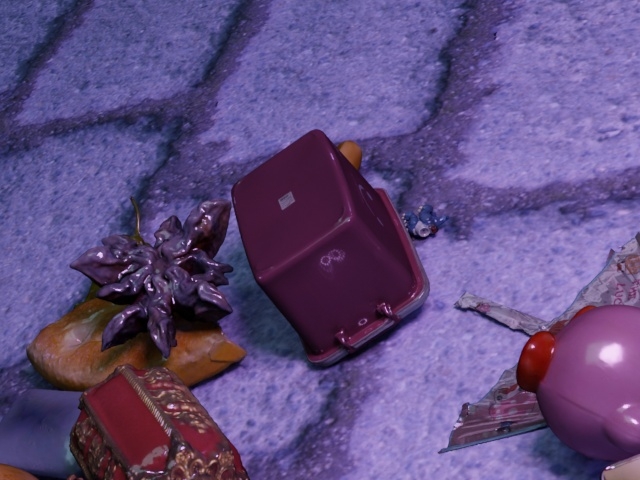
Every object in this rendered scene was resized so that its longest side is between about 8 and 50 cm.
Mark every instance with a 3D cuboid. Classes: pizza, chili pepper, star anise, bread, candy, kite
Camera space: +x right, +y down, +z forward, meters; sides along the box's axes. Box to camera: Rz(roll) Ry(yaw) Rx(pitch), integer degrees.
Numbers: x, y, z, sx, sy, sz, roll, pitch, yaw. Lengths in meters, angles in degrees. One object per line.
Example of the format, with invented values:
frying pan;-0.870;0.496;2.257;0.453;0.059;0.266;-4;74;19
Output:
pizza;-0.253;0.142;1.936;0.365;0.074;0.182;-9;40;25
chili pepper;-0.292;0.042;2.095;0.072;0.073;0.204;17;63;24
star anise;-0.212;0.049;1.866;0.212;0.129;0.283;-10;44;10
bread;0.026;-0.098;2.079;0.062;0.049;0.103;-32;22;50
candy;-0.351;0.254;1.855;0.174;0.071;0.138;0;42;32
kite;0.291;0.117;1.653;0.406;0.014;0.368;-43;38;-22

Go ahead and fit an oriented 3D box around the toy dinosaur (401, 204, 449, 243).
toy dinosaur;0.136;-0.020;1.921;0.083;0.030;0.047;-23;35;8

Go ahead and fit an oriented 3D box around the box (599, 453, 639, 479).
box;0.310;0.298;1.219;0.069;0.224;0.120;-22;33;9

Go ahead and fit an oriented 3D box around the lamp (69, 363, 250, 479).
lamp;-0.193;0.260;1.666;0.177;0.177;0.274;-35;33;-11

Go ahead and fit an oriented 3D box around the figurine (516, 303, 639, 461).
figurine;0.310;0.150;1.467;0.173;0.173;0.173;-18;35;13

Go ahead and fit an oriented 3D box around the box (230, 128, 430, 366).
box;0.000;0.000;1.844;0.193;0.167;0.294;-36;33;10

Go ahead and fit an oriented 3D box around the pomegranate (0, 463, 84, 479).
pomegranate;-0.364;0.364;1.583;0.270;0.229;0.252;-32;44;-22
